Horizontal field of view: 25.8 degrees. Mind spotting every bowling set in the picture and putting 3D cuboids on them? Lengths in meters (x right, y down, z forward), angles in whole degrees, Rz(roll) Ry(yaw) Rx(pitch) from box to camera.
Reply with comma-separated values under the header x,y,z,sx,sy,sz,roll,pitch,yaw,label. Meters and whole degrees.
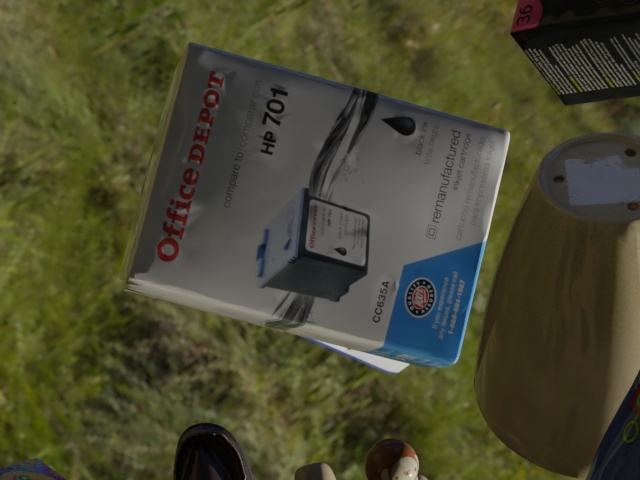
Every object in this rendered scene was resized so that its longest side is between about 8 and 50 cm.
x,y,z,sx,sy,sz,roll,pitch,yaw,label
0.037,0.301,1.403,0.200,0.287,0.154,123,-42,-57,bowling set

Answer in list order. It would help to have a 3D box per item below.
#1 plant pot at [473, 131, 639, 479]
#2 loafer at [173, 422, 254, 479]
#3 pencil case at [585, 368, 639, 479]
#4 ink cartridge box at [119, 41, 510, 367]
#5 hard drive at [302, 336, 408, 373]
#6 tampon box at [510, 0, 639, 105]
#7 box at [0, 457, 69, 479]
x,y,z,sx,sy,sz,roll,pitch,yaw,label
0.269,0.044,1.323,0.256,0.256,0.274,35,-32,37,plant pot
-0.097,0.277,1.313,0.078,0.080,0.220,86,-5,-73,loafer
0.187,0.078,0.554,0.133,0.306,0.119,21,8,-35,pencil case
-0.005,-0.017,0.796,0.190,0.140,0.082,15,-7,-10,ink cartridge box
0.000,0.000,1.736,0.040,0.210,0.319,-40,-137,29,hard drive
0.240,-0.182,1.023,0.161,0.120,0.101,-4,-32,36,tampon box
-0.248,0.325,0.842,0.177,0.279,0.290,22,-64,44,box
